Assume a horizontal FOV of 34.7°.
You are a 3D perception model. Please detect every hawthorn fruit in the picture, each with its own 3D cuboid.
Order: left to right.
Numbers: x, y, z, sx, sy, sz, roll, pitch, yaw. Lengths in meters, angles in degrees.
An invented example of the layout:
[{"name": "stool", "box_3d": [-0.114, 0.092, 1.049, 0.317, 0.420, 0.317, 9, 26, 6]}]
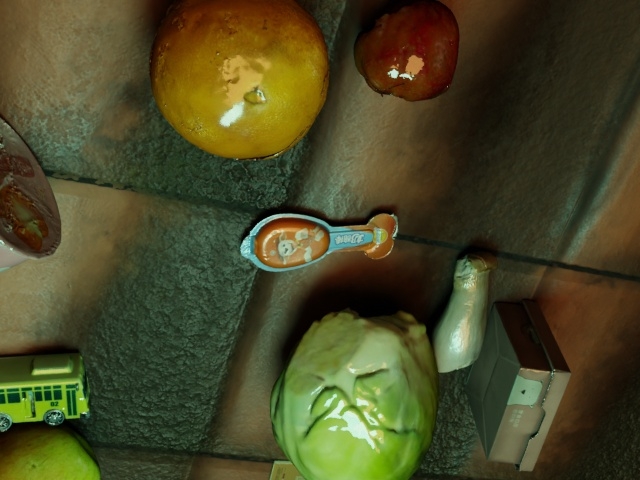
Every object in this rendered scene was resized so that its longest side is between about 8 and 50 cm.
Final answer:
[{"name": "hawthorn fruit", "box_3d": [0.127, -0.277, 1.420, 0.148, 0.148, 0.172, 14, 110, -22]}]

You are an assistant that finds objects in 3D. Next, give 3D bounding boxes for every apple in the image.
[{"name": "apple", "box_3d": [-0.451, 0.382, 1.652, 0.195, 0.196, 0.196, -6, 123, -10]}]

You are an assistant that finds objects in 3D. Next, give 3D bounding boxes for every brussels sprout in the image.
[{"name": "brussels sprout", "box_3d": [0.056, 0.259, 1.669, 0.268, 0.344, 0.344, 3, 128, 25]}]

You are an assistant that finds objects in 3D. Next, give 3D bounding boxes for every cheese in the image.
[{"name": "cheese", "box_3d": [0.000, 0.000, 1.619, 0.256, 0.037, 0.106, -4, 123, -11]}]

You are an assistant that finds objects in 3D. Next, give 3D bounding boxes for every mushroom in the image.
[{"name": "mushroom", "box_3d": [0.238, 0.123, 1.727, 0.116, 0.093, 0.225, -32, 130, -49]}]

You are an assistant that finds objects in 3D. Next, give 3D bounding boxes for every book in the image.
[{"name": "book", "box_3d": [-0.016, 0.460, 1.917, 0.172, 0.012, 0.118, 5, 120, -17]}]

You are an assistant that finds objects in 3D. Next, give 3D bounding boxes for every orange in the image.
[{"name": "orange", "box_3d": [-0.105, -0.225, 1.346, 0.240, 0.240, 0.240, -6, 123, -10]}]

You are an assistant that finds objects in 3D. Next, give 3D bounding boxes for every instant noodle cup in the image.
[{"name": "instant noodle cup", "box_3d": [-0.510, -0.031, 1.361, 0.231, 0.243, 0.243, -28, 124, 12]}]

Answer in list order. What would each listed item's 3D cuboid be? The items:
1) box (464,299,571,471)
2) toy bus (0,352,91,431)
[{"name": "box", "box_3d": [0.330, 0.244, 1.750, 0.086, 0.215, 0.215, 7, 119, -9]}, {"name": "toy bus", "box_3d": [-0.454, 0.234, 1.620, 0.175, 0.088, 0.101, -3, 120, -11]}]
